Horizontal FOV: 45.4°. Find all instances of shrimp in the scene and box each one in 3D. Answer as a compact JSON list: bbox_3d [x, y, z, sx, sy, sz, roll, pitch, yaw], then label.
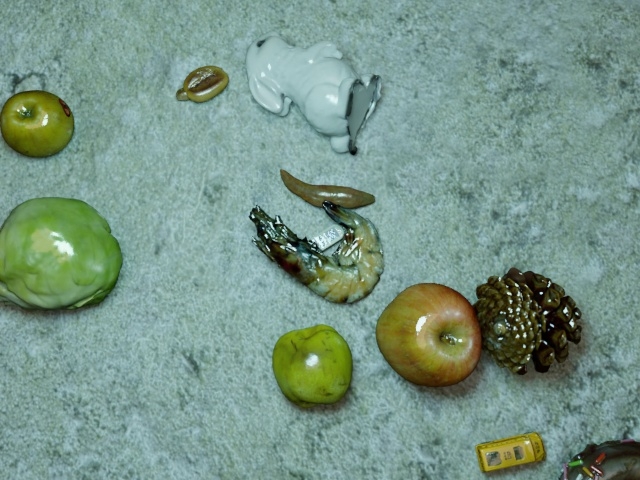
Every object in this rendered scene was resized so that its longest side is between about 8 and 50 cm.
[{"bbox_3d":[0.000,0.000,1.881,0.365,0.071,0.233,37,79,-11],"label":"shrimp"}]

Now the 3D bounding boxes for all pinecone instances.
[{"bbox_3d":[0.491,0.198,1.805,0.264,0.264,0.264,0,80,-1],"label":"pinecone"}]

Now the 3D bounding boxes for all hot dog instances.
[{"bbox_3d":[-0.306,-0.400,1.984,0.140,0.060,0.090,-35,79,-13],"label":"hot dog"}]

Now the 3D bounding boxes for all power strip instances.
[{"bbox_3d":[-0.018,0.016,1.928,0.191,0.030,0.047,-32,83,-6],"label":"power strip"}]

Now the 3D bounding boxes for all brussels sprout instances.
[{"bbox_3d":[-0.635,0.030,1.824,0.316,0.242,0.274,-3,105,3],"label":"brussels sprout"}]

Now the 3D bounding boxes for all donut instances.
[{"bbox_3d":[0.676,0.635,1.782,0.259,0.136,0.345,5,79,-3],"label":"donut"}]

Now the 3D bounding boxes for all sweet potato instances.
[{"bbox_3d":[0.011,-0.119,1.940,0.255,0.058,0.078,14,64,4],"label":"sweet potato"}]

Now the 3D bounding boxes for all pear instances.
[{"bbox_3d":[-0.015,0.299,1.806,0.200,0.200,0.200,0,80,-1],"label":"pear"}]

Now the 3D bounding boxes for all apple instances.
[{"bbox_3d":[-0.709,-0.294,1.908,0.182,0.155,0.182,0,83,0],"label":"apple"},{"bbox_3d":[0.253,0.224,1.800,0.242,0.241,0.242,1,87,-16],"label":"apple"}]

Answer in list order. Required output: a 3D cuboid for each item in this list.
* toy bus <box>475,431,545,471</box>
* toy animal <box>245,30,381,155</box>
[{"bbox_3d":[0.458,0.506,1.828,0.162,0.074,0.069,-12,79,-2],"label":"toy bus"},{"bbox_3d":[-0.041,-0.389,1.937,0.357,0.194,0.258,23,105,19],"label":"toy animal"}]
